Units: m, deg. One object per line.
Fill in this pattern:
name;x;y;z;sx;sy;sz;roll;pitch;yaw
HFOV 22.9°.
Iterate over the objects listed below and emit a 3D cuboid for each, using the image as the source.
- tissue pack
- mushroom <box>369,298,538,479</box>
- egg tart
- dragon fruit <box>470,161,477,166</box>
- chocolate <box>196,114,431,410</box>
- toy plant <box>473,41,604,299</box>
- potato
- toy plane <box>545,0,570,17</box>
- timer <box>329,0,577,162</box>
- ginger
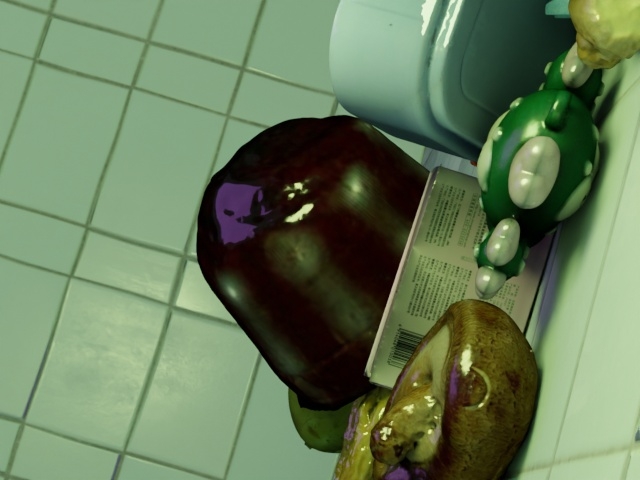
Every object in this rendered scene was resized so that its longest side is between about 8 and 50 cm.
tissue pack;0.156;0.058;1.719;0.092;0.149;0.246;114;174;-87
mushroom;0.142;0.168;1.560;0.194;0.138;0.231;-56;0;-44
egg tart;0.092;0.284;2.160;0.294;0.123;0.294;19;-90;-89
dragon fruit;0.263;-0.165;2.407;0.097;0.063;0.131;-11;-57;-54
chocolate;0.000;0.000;2.123;0.384;0.331;0.383;-43;11;11
toy plant;0.212;-0.071;1.552;0.232;0.113;0.243;-61;-10;-50
potato;0.062;0.211;2.614;0.216;0.216;0.304;108;-172;-55
toy plane;0.290;-0.321;1.592;0.169;0.078;0.246;-4;-72;-68
timer;0.172;-0.268;1.675;0.395;0.173;0.395;-31;-51;-47
ginger;0.265;-0.249;1.382;0.275;0.130;0.221;88;-171;-76
